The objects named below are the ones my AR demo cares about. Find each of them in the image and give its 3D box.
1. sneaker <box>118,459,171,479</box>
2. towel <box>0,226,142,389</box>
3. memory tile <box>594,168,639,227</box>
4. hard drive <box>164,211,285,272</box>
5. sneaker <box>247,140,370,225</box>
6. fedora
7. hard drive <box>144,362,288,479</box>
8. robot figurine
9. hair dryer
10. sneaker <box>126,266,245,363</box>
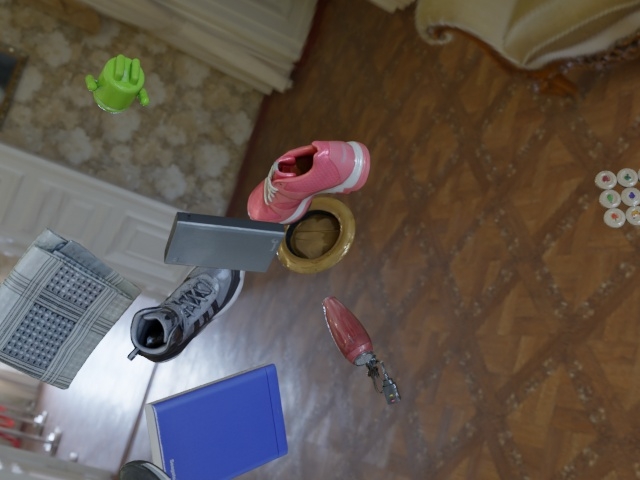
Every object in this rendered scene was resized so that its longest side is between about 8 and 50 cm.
[{"bbox_3d":[-0.239,0.425,1.161,0.086,0.228,0.132,-39,-11,21],"label":"sneaker"},{"bbox_3d":[-0.615,0.168,1.920,0.324,0.312,0.056,-54,40,-6],"label":"towel"},{"bbox_3d":[0.569,-0.080,1.455,0.012,0.148,0.113,66,-161,-69],"label":"memory tile"},{"bbox_3d":[-0.122,0.004,1.037,0.094,0.135,0.022,120,150,-51],"label":"hard drive"},{"bbox_3d":[-0.056,-0.121,1.553,0.314,0.136,0.115,-25,62,41],"label":"sneaker"},{"bbox_3d":[0.000,0.000,1.769,0.194,0.079,0.194,-15,58,25],"label":"fedora"},{"bbox_3d":[-0.211,0.402,1.739,0.040,0.319,0.210,-3,97,47],"label":"hard drive"},{"bbox_3d":[-0.325,-0.250,1.324,0.115,0.101,0.067,-36,51,52],"label":"robot figurine"},{"bbox_3d":[0.084,0.269,2.005,0.080,0.293,0.223,-29,5,-9],"label":"hair dryer"},{"bbox_3d":[-0.243,0.122,1.482,0.268,0.101,0.153,-49,-7,5],"label":"sneaker"}]
